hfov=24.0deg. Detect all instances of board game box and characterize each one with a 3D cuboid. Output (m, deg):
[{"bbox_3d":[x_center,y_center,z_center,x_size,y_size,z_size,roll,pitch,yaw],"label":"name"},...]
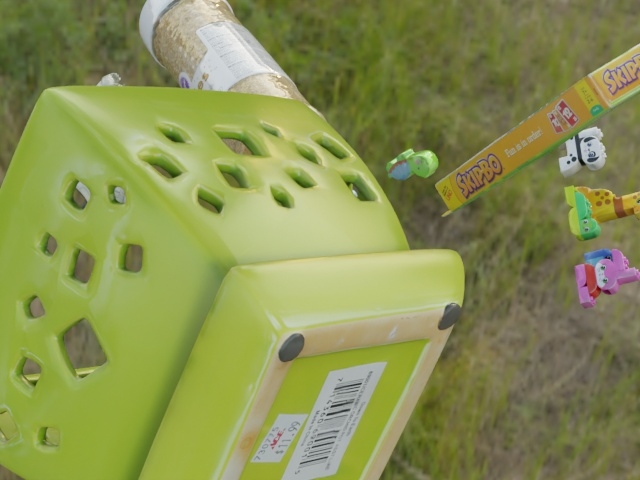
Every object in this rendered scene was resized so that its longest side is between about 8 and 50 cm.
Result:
[{"bbox_3d":[0.187,-0.092,1.168,0.124,0.259,0.039,-31,84,-29],"label":"board game box"}]

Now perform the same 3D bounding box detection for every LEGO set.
[{"bbox_3d":[0.346,-0.026,1.769,0.093,0.087,0.227,-15,62,21],"label":"LEGO set"}]

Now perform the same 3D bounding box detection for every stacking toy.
[{"bbox_3d":[0.000,0.000,1.394,0.052,0.221,0.167,55,39,1],"label":"stacking toy"}]

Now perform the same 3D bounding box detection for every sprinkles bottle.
[{"bbox_3d":[-0.112,-0.200,1.867,0.121,0.121,0.355,-14,39,-21],"label":"sprinkles bottle"}]

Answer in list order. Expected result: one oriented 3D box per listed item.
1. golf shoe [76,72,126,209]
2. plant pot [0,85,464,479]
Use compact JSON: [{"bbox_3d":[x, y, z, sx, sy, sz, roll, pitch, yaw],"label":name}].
[{"bbox_3d":[-0.222,-0.082,1.505,0.086,0.176,0.069,-4,30,-2],"label":"golf shoe"},{"bbox_3d":[-0.060,0.055,0.894,0.227,0.228,0.207,-3,34,-49],"label":"plant pot"}]
